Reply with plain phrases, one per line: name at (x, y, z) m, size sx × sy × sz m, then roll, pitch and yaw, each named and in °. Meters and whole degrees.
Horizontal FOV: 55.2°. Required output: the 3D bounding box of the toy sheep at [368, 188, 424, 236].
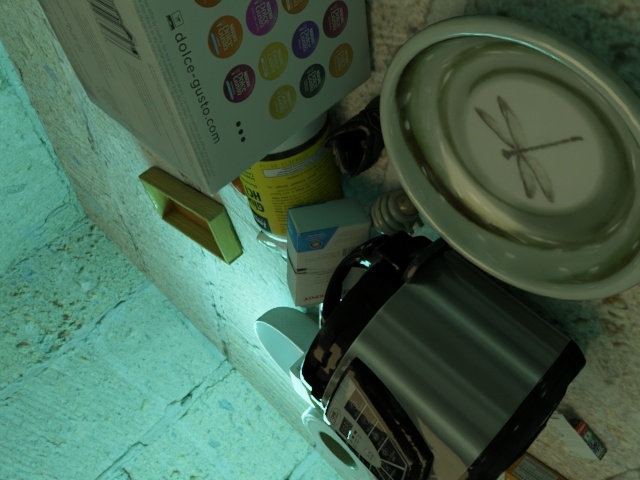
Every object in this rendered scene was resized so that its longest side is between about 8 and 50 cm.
toy sheep at (0.130, -0.045, 1.094) m, size 0.091 × 0.091 × 0.132 m, roll 53°, pitch 139°, yaw -7°

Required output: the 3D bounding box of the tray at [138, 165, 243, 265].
tray at (-0.428, -0.089, 2.011) m, size 0.410 × 0.076 × 0.203 m, roll 30°, pitch 150°, yaw 39°

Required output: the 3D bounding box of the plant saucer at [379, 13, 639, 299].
plant saucer at (0.254, -0.107, 0.769) m, size 0.400 × 0.100 × 0.401 m, roll 39°, pitch 155°, yaw 22°

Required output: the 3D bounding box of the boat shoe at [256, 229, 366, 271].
boat shoe at (0.000, 0.000, 1.352) m, size 0.319 × 0.099 × 0.116 m, roll 16°, pitch 164°, yaw 33°

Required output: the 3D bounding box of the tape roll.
tape roll at (0.081, 0.558, 1.725) m, size 0.286 × 0.100 × 0.286 m, roll 36°, pitch 152°, yaw 23°

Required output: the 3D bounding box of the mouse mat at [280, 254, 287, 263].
mouse mat at (-0.036, 0.093, 1.687) m, size 0.190 × 0.007 × 0.152 m, roll 52°, pitch 156°, yaw -8°

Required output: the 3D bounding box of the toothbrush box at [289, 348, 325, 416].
toothbrush box at (0.106, 0.313, 1.302) m, size 0.283 × 0.206 × 0.122 m, roll 36°, pitch 154°, yaw 25°

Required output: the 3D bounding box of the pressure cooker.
pressure cooker at (0.171, 0.203, 1.049) m, size 0.420 × 0.370 × 0.375 m, roll 40°, pitch -174°, yaw 21°

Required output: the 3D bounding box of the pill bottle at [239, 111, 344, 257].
pill bottle at (-0.056, -0.119, 1.177) m, size 0.187 × 0.188 × 0.334 m, roll 31°, pitch 151°, yaw 35°

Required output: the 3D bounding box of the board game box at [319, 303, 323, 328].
board game box at (0.133, 0.211, 1.468) m, size 0.302 × 0.086 × 0.308 m, roll 39°, pitch 154°, yaw 23°

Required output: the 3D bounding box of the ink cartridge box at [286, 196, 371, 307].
ink cartridge box at (0.011, 0.024, 1.148) m, size 0.191 × 0.139 × 0.082 m, roll 95°, pitch 159°, yaw -44°

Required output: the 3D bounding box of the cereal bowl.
cereal bowl at (-0.043, 0.329, 1.879) m, size 0.339 × 0.141 × 0.339 m, roll 39°, pitch 155°, yaw 23°

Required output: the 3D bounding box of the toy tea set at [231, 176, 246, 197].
toy tea set at (-0.197, -0.229, 1.404) m, size 0.336 × 0.124 × 0.200 m, roll 46°, pitch -174°, yaw -1°

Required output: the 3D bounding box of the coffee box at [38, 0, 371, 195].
coffee box at (-0.169, -0.344, 0.857) m, size 0.338 × 0.334 × 0.338 m, roll 36°, pitch 154°, yaw 33°

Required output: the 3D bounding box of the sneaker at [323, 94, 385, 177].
sneaker at (0.051, -0.152, 1.022) m, size 0.087 × 0.130 × 0.227 m, roll 52°, pitch 158°, yaw -1°

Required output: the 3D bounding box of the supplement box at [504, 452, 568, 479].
supplement box at (0.520, 0.566, 1.338) m, size 0.233 × 0.080 × 0.078 m, roll 31°, pitch 148°, yaw 40°

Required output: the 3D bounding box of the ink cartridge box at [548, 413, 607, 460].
ink cartridge box at (0.482, 0.364, 1.163) m, size 0.115 × 0.029 × 0.063 m, roll 51°, pitch 157°, yaw -2°
